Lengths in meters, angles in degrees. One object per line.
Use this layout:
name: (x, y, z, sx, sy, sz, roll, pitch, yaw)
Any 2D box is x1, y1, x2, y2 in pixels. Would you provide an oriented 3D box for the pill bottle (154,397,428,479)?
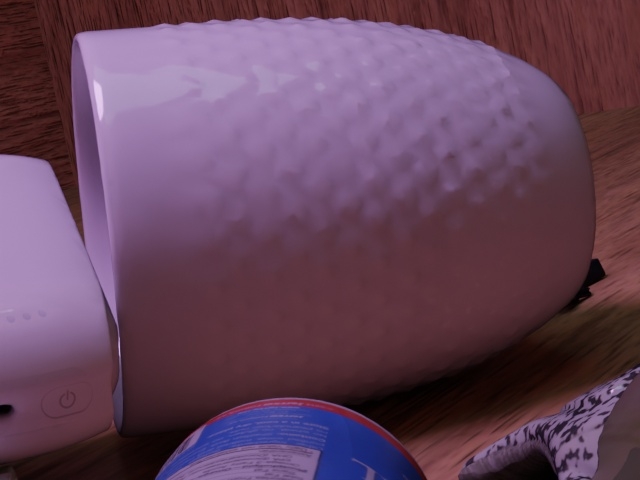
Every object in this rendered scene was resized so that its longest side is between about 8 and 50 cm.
pill bottle: (-0.018, 0.139, 0.487, 0.124, 0.124, 0.221, -11, 9, 6)

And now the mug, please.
mug: (0.000, 0.000, 1.052, 0.328, 0.276, 0.374, -6, -23, -12)

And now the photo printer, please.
photo printer: (-0.260, 0.041, 0.871, 0.256, 0.107, 0.307, -3, 22, -16)

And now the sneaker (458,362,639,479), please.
sneaker: (0.134, 0.114, 0.439, 0.182, 0.158, 0.410, -17, 1, -1)

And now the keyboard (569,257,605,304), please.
keyboard: (0.175, 0.044, 1.219, 0.108, 0.023, 0.180, -4, 12, 41)

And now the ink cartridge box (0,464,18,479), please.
ink cartridge box: (-0.224, 0.183, 0.667, 0.171, 0.056, 0.235, -17, 7, -5)
